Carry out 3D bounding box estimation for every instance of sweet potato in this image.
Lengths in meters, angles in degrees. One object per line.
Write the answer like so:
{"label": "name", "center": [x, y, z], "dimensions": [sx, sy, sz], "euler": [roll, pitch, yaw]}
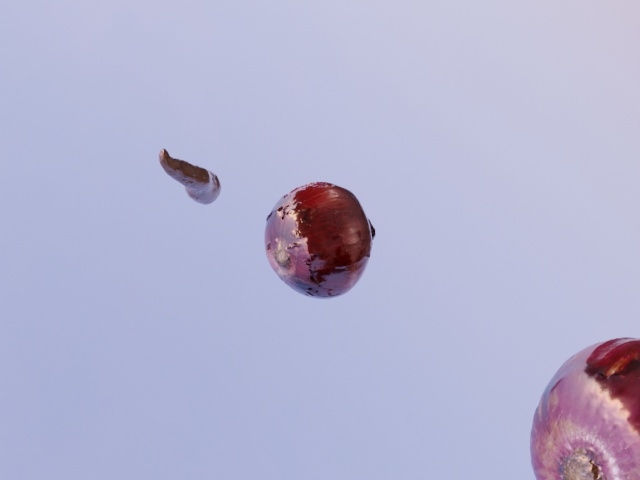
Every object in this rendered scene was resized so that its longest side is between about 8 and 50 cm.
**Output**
{"label": "sweet potato", "center": [-0.176, -0.085, 1.641], "dimensions": [0.050, 0.050, 0.214], "euler": [52, -178, 12]}

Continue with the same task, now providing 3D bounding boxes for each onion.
{"label": "onion", "center": [0.000, 0.000, 1.287], "dimensions": [0.131, 0.131, 0.131], "euler": [36, -153, -22]}
{"label": "onion", "center": [0.243, 0.161, 0.910], "dimensions": [0.177, 0.177, 0.153], "euler": [56, -155, 19]}
